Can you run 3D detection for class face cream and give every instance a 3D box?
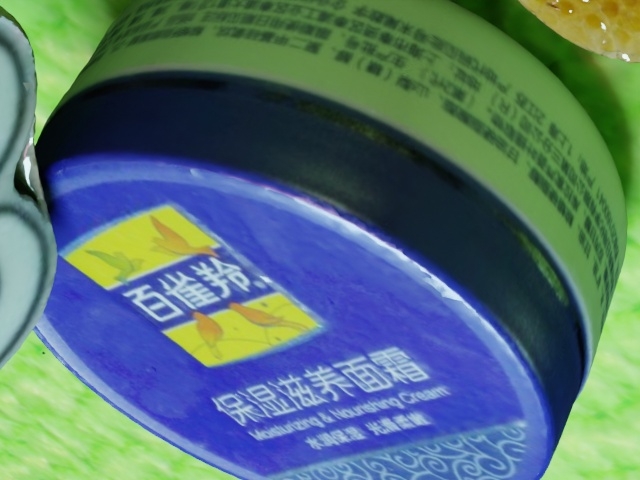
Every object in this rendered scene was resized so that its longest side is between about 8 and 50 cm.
[{"bbox_3d":[0.000,0.000,0.643,0.206,0.111,0.206,17,147,11],"label":"face cream"}]

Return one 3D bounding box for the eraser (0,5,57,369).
[{"bbox_3d":[-0.218,-0.068,0.604,0.290,0.087,0.171,31,139,28],"label":"eraser"}]

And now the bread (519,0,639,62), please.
[{"bbox_3d":[0.084,-0.119,0.451,0.114,0.077,0.189,34,153,22],"label":"bread"}]
